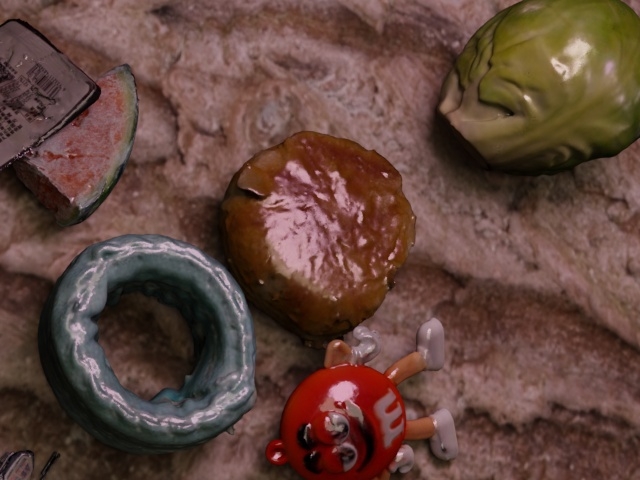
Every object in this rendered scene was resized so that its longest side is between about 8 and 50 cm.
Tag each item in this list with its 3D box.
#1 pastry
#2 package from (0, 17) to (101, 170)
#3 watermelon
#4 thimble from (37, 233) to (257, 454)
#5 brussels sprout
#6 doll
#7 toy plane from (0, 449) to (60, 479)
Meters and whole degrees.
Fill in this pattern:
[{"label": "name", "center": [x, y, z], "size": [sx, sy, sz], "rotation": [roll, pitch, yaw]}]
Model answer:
[{"label": "pastry", "center": [0.000, 0.000, 1.446], "size": [0.218, 0.100, 0.229], "rotation": [1, 72, -22]}, {"label": "package", "center": [-0.356, -0.126, 1.371], "size": [0.239, 0.030, 0.154], "rotation": [-38, 65, -22]}, {"label": "watermelon", "center": [-0.258, -0.098, 1.408], "size": [0.139, 0.071, 0.187], "rotation": [11, 61, 3]}, {"label": "thimble", "center": [-0.163, 0.105, 1.345], "size": [0.235, 0.143, 0.198], "rotation": [45, 69, -5]}, {"label": "brussels sprout", "center": [0.255, -0.172, 1.511], "size": [0.244, 0.244, 0.244], "rotation": [4, 76, -17]}, {"label": "doll", "center": [0.044, 0.179, 1.420], "size": [0.217, 0.085, 0.183], "rotation": [-12, 100, -25]}, {"label": "toy plane", "center": [-0.303, 0.247, 1.325], "size": [0.049, 0.031, 0.121], "rotation": [38, 66, -16]}]
